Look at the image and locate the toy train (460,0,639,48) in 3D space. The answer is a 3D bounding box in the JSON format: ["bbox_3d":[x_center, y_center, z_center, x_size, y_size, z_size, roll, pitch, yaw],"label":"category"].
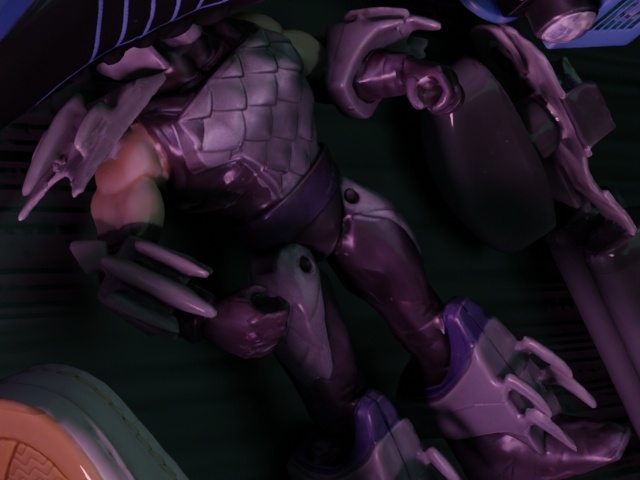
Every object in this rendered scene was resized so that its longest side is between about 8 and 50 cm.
[{"bbox_3d":[0.094,-0.169,0.703,0.105,0.080,0.184,-6,68,-37],"label":"toy train"}]

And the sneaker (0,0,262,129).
[{"bbox_3d":[-0.063,-0.087,0.492,0.232,0.081,0.090,-48,133,1],"label":"sneaker"}]

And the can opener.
[{"bbox_3d":[0.130,0.013,0.781,0.093,0.074,0.280,-37,117,-6],"label":"can opener"}]

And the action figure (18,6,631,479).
[{"bbox_3d":[0.000,0.000,0.601,0.185,0.099,0.285,-47,117,-29],"label":"action figure"}]

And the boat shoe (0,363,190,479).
[{"bbox_3d":[-0.039,0.136,0.547,0.096,0.098,0.277,-52,133,-39],"label":"boat shoe"}]
